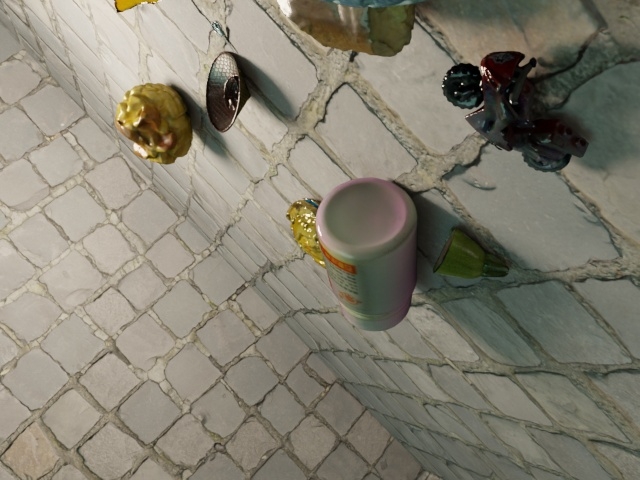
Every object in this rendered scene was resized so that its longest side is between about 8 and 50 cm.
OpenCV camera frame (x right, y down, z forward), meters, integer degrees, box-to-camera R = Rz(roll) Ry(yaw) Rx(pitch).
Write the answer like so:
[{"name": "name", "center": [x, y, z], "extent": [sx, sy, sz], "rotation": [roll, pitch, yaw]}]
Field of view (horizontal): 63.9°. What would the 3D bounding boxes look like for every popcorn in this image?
[{"name": "popcorn", "center": [-0.534, -0.387, 1.707], "extent": [0.265, 0.225, 0.332], "rotation": [64, 178, -16]}]

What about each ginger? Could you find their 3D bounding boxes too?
[{"name": "ginger", "center": [0.033, -0.374, 0.699], "extent": [0.276, 0.130, 0.221], "rotation": [49, 150, -5]}]

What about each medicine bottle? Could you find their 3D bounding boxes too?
[{"name": "medicine bottle", "center": [0.121, 0.050, 1.217], "extent": [0.219, 0.219, 0.388], "rotation": [35, 159, 28]}]

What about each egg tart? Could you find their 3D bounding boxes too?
[{"name": "egg tart", "center": [0.000, 0.000, 1.524], "extent": [0.290, 0.107, 0.291], "rotation": [39, 160, 17]}]

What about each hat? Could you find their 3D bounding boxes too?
[{"name": "hat", "center": [-0.213, -0.366, 1.284], "extent": [0.193, 0.082, 0.193], "rotation": [6, 97, 53]}]

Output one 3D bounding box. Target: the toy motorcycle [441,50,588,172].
[{"name": "toy motorcycle", "center": [0.268, -0.176, 0.685], "extent": [0.213, 0.082, 0.122], "rotation": [36, 161, -8]}]

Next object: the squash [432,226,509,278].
[{"name": "squash", "center": [0.310, 0.044, 1.041], "extent": [0.132, 0.105, 0.105], "rotation": [23, 157, 6]}]

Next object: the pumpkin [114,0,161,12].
[{"name": "pumpkin", "center": [-0.381, -0.602, 1.142], "extent": [0.163, 0.111, 0.278], "rotation": [29, 158, -1]}]

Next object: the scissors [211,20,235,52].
[{"name": "scissors", "center": [-0.224, -0.471, 1.193], "extent": [0.083, 0.006, 0.036], "rotation": [52, 158, -16]}]

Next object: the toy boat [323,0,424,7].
[{"name": "toy boat", "center": [0.046, -0.360, 0.534], "extent": [0.329, 0.123, 0.215], "rotation": [18, 121, 30]}]
